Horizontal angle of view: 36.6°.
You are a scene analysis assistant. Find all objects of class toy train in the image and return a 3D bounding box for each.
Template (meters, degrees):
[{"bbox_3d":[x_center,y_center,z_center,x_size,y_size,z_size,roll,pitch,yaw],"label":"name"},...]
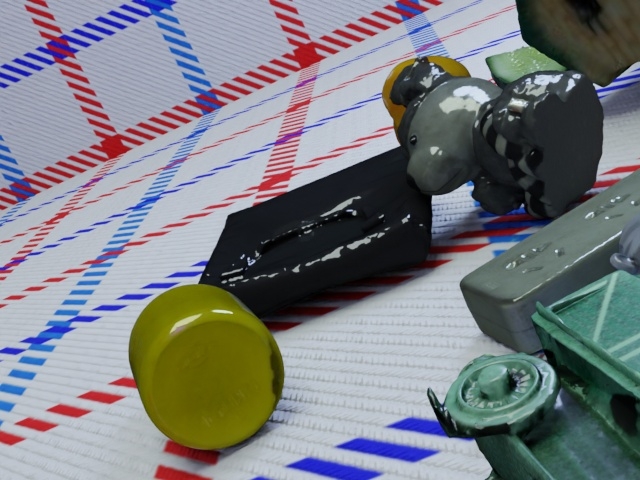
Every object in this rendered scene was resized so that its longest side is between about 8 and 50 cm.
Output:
[{"bbox_3d":[0.154,0.111,0.459,0.154,0.115,0.269,-19,15,-7],"label":"toy train"}]

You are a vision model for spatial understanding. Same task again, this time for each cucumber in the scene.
[{"bbox_3d":[0.296,-0.219,1.335,0.115,0.063,0.244,-16,18,13],"label":"cucumber"}]

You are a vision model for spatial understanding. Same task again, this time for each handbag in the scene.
[{"bbox_3d":[0.000,0.000,1.078,0.275,0.088,0.244,-19,20,14],"label":"handbag"}]

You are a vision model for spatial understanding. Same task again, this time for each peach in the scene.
[{"bbox_3d":[0.154,-0.191,1.334,0.138,0.138,0.138,-24,16,8],"label":"peach"}]

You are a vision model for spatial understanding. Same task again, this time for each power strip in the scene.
[{"bbox_3d":[0.252,-0.009,0.774,0.288,0.053,0.093,-31,16,-12],"label":"power strip"}]

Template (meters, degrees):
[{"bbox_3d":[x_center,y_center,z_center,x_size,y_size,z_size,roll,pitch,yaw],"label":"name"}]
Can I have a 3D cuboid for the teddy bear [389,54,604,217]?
[{"bbox_3d":[0.171,-0.088,0.983,0.251,0.171,0.144,9,58,53],"label":"teddy bear"}]

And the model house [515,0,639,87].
[{"bbox_3d":[0.440,-0.351,1.144,0.382,0.334,0.342,-39,10,-23],"label":"model house"}]

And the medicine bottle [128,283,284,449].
[{"bbox_3d":[-0.114,0.098,0.878,0.122,0.122,0.212,-29,16,-10],"label":"medicine bottle"}]

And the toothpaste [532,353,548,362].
[{"bbox_3d":[0.206,0.076,0.610,0.233,0.038,0.060,-17,21,22],"label":"toothpaste"}]

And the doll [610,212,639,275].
[{"bbox_3d":[0.278,-0.003,0.688,0.180,0.079,0.094,-19,36,-23],"label":"doll"}]
